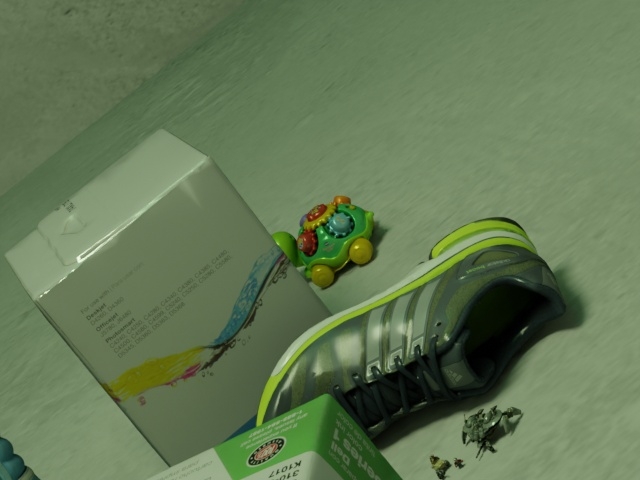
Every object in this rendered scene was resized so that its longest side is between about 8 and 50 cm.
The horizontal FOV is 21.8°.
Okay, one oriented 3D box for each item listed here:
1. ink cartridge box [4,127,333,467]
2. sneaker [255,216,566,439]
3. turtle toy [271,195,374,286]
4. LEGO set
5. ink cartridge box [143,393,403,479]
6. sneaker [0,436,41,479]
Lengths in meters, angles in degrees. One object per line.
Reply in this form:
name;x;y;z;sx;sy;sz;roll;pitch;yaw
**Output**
ink cartridge box;-0.121;0.069;1.511;0.197;0.270;0.198;-40;20;-7
sneaker;0.073;0.098;1.374;0.300;0.111;0.121;-40;24;-3
turtle toy;0.000;0.000;1.761;0.130;0.066;0.095;-31;21;16
LEGO set;0.117;0.151;1.296;0.083;0.023;0.054;-42;21;-12
ink cartridge box;-0.063;0.254;1.052;0.201;0.117;0.278;-28;23;24
sneaker;-0.304;0.280;1.446;0.127;0.208;0.319;-34;21;6
